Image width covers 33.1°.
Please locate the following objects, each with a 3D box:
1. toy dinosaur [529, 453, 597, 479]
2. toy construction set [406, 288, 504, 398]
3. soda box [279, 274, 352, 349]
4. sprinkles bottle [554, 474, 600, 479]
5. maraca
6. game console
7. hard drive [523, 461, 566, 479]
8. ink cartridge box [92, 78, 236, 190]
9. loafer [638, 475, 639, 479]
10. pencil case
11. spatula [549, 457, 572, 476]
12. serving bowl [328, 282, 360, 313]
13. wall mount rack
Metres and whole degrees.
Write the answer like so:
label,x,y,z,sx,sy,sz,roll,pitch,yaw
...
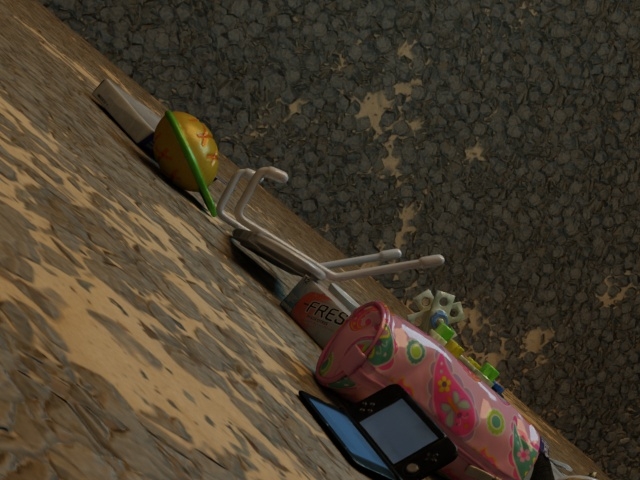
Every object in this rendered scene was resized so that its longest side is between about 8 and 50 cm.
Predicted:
label,x,y,z,sx,sy,sz,roll,pitch,yaw
toy dinosaur,0.347,0.379,1.398,0.313,0.160,0.121,28,50,-18
toy construction set,0.209,0.208,1.830,0.215,0.151,0.327,41,14,-6
soda box,0.029,0.127,1.450,0.183,0.058,0.063,42,3,31
sprinkles bottle,0.268,0.317,1.153,0.121,0.121,0.355,42,4,20
maraca,-0.209,-0.125,1.739,0.127,0.099,0.185,-124,-169,-69
game console,0.056,0.177,1.040,0.122,0.107,0.071,46,-23,49
hard drive,0.396,0.421,1.941,0.210,0.040,0.319,43,4,29
ink cartridge box,-0.281,-0.174,1.938,0.224,0.045,0.223,44,5,33
loafer,0.358,0.361,1.087,0.084,0.096,0.267,94,-3,-56
pencil case,0.129,0.192,1.232,0.284,0.124,0.124,41,3,-18
spatula,0.493,0.475,2.168,0.168,0.019,0.242,45,-11,-10
serving bowl,0.043,0.116,2.007,0.083,0.027,0.083,41,3,-2
wall mount rack,0.000,0.000,1.619,0.304,0.130,0.350,31,-4,-13
